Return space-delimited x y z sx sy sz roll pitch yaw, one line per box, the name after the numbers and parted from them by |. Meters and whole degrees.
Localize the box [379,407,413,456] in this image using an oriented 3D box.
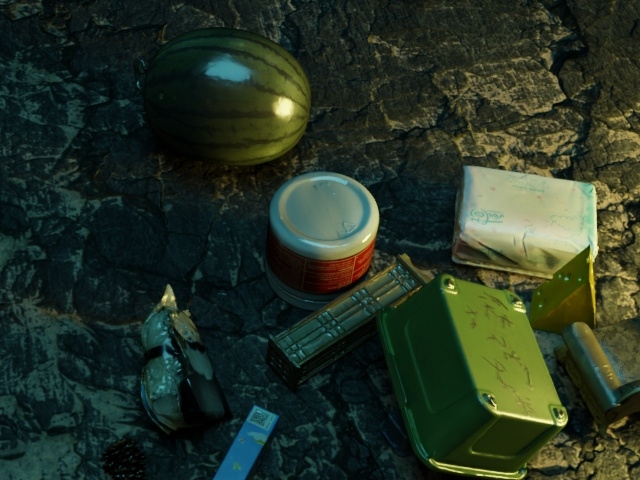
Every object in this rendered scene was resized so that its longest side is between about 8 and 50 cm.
0.159 0.315 1.931 0.099 0.054 0.074 -24 55 -23 | box

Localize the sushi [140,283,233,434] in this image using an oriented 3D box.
-0.264 0.211 1.938 0.109 0.134 0.272 -30 65 10 | sushi

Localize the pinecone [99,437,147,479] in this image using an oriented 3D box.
-0.316 0.362 1.828 0.077 0.077 0.083 -31 71 -27 | pinecone

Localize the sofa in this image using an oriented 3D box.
0.569 0.204 1.985 0.259 0.182 0.200 -12 52 -15 | sofa

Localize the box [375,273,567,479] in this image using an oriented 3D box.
0.256 0.220 1.893 0.253 0.177 0.328 13 43 -33 | box

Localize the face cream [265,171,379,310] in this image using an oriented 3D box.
0.000 0.000 2.085 0.201 0.187 0.201 3 50 -4 | face cream

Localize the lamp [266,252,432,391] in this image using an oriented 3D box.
0.054 0.146 2.037 0.325 0.090 0.089 -30 61 -26 | lamp

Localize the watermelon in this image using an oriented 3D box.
-0.199 -0.288 2.243 0.360 0.278 0.278 6 50 -1 | watermelon

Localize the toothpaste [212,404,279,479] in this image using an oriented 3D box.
-0.145 0.393 1.828 0.050 0.065 0.266 23 52 8 | toothpaste

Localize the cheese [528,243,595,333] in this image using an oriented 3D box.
0.469 0.091 2.074 0.126 0.171 0.093 14 51 4 | cheese

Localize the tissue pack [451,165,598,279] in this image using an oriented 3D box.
0.400 -0.035 2.204 0.271 0.124 0.201 9 47 2 | tissue pack
